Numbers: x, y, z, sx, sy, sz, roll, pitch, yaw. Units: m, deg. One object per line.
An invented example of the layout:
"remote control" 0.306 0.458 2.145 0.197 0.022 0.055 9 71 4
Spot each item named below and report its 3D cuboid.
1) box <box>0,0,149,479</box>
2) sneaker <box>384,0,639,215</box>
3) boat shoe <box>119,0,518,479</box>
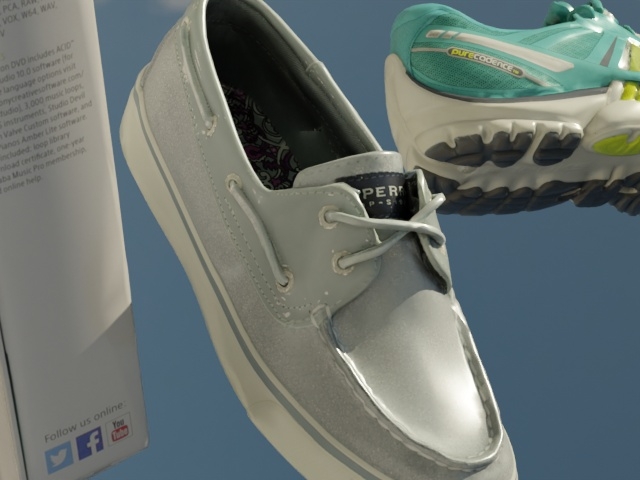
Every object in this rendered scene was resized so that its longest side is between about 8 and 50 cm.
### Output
"box" -0.158 -0.097 0.576 0.232 0.058 0.322 30 -47 44
"sneaker" 0.162 -0.082 0.912 0.107 0.275 0.110 -49 -133 53
"boat shoe" 0.001 -0.001 0.590 0.227 0.079 0.081 56 -43 30
